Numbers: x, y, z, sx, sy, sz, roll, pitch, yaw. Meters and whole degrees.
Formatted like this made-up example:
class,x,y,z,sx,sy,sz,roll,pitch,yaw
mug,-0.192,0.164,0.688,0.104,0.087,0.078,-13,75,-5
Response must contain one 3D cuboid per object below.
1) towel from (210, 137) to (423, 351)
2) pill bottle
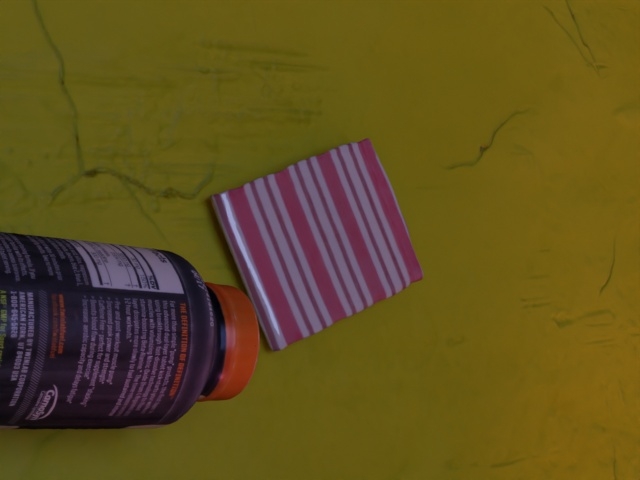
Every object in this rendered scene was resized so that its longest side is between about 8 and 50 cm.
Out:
class,x,y,z,sx,sy,sz,roll,pitch,yaw
towel,0.000,0.000,1.034,0.197,0.029,0.144,-23,93,-39
pill bottle,-0.163,0.065,0.805,0.245,0.130,0.131,8,72,-38
